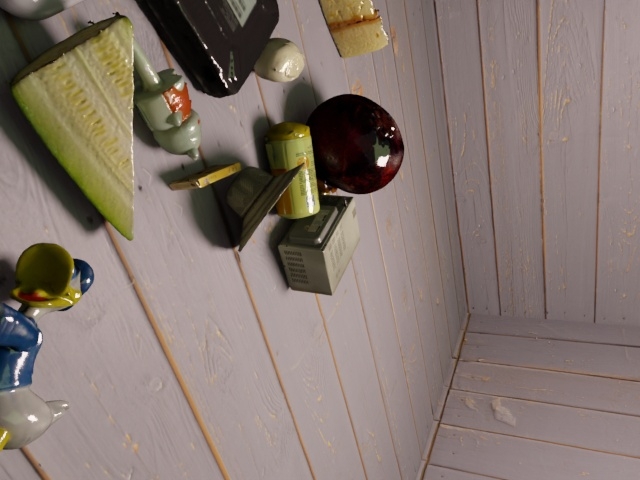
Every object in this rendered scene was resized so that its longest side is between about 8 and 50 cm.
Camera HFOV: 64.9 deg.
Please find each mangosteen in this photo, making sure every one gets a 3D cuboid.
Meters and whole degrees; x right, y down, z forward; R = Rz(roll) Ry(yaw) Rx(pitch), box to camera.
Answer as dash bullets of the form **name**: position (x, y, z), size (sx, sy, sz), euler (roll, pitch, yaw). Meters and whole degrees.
- **mangosteen**: position (0.087, -0.265, 1.443), size (0.297, 0.293, 0.297), euler (7, 73, -22)

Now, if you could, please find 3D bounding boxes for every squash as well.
- **squash**: position (-0.320, -0.174, 0.797), size (0.203, 0.111, 0.288), euler (-39, 130, -13)

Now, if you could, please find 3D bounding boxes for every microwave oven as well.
- **microwave oven**: position (0.000, 0.000, 1.387), size (0.240, 0.145, 0.194), euler (-60, 145, -43)

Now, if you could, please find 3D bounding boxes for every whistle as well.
- **whistle**: position (-0.278, -0.243, 0.896), size (0.105, 0.102, 0.253), euler (-60, 146, -31)

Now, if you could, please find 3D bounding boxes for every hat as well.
- **hat**: position (-0.151, -0.103, 1.126), size (0.110, 0.252, 0.252), euler (37, 46, -7)

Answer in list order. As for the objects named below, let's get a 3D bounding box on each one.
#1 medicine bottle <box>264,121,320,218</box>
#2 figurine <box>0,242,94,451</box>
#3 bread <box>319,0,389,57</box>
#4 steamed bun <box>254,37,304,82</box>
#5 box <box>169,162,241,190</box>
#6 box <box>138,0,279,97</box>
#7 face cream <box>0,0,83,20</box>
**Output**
- **medicine bottle**: position (-0.072, -0.181, 1.284), size (0.124, 0.124, 0.238), euler (-36, 121, -57)
- **figurine**: position (-0.416, 0.115, 0.631), size (0.338, 0.205, 0.283), euler (-70, 142, -55)
- **bread**: position (0.120, -0.707, 1.572), size (0.240, 0.178, 0.135), euler (56, 44, -45)
- **steamed bun**: position (-0.104, -0.439, 1.212), size (0.130, 0.112, 0.090), euler (-37, 143, -45)
- **box**: position (-0.230, -0.130, 1.024), size (0.149, 0.073, 0.020), euler (-39, 123, -55)
- **box**: position (-0.217, -0.517, 1.015), size (0.359, 0.091, 0.350), euler (57, 43, -47)
- **face cream**: position (-0.401, -0.382, 0.687), size (0.291, 0.071, 0.144), euler (-59, 140, -43)
